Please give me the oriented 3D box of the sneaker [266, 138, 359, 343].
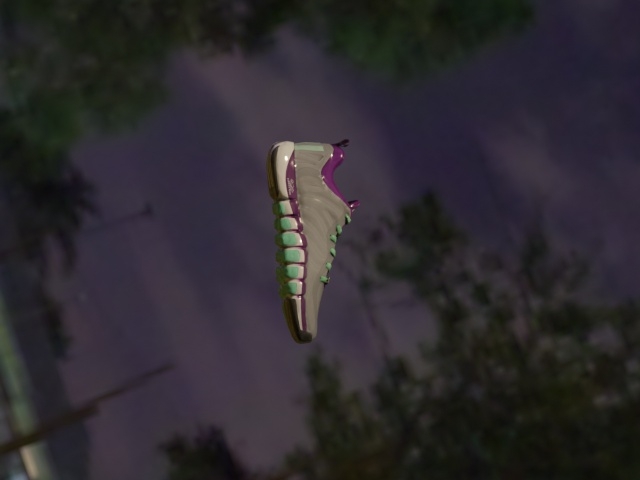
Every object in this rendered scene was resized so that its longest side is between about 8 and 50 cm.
[{"bbox_3d":[0.000,0.000,2.141,0.083,0.098,0.223,-150,-125,-80],"label":"sneaker"}]
